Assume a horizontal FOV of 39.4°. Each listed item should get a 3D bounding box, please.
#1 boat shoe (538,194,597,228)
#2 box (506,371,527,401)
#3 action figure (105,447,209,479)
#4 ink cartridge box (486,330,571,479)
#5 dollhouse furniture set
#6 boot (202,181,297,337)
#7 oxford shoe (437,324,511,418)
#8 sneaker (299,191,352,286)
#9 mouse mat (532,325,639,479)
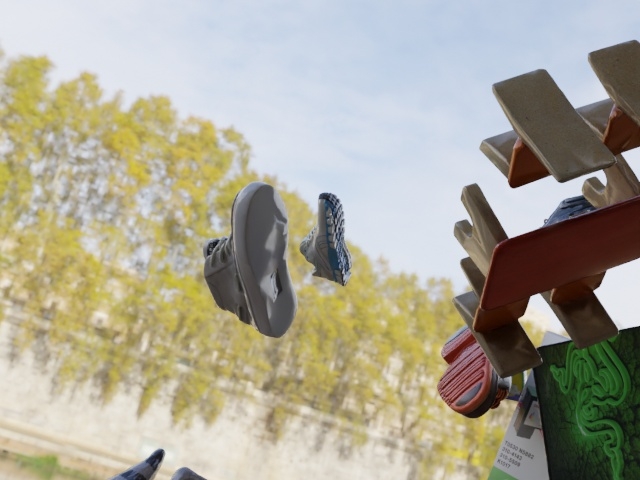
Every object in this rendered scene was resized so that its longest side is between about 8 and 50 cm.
[{"bbox_3d":[0.345,-0.003,1.337,0.183,0.083,0.065,-25,-48,34],"label":"boat shoe"},{"bbox_3d":[0.351,0.235,1.758,0.105,0.043,0.179,8,-51,24],"label":"box"},{"bbox_3d":[-0.287,0.343,0.881,0.330,0.178,0.341,-11,-23,-32],"label":"action figure"},{"bbox_3d":[0.369,0.288,1.240,0.117,0.278,0.201,23,-3,-36],"label":"ink cartridge box"},{"bbox_3d":[0.240,-0.010,0.681,0.259,0.135,0.262,-18,-36,-13],"label":"dollhouse furniture set"},{"bbox_3d":[-0.110,0.020,1.183,0.123,0.095,0.258,20,-44,27],"label":"boot"},{"bbox_3d":[0.227,0.189,1.229,0.098,0.097,0.271,48,16,-2],"label":"oxford shoe"},{"bbox_3d":[0.000,0.000,1.522,0.083,0.071,0.190,7,-51,18],"label":"sneaker"},{"bbox_3d":[0.328,0.198,1.034,0.153,0.189,0.007,-17,-32,25],"label":"mouse mat"}]
